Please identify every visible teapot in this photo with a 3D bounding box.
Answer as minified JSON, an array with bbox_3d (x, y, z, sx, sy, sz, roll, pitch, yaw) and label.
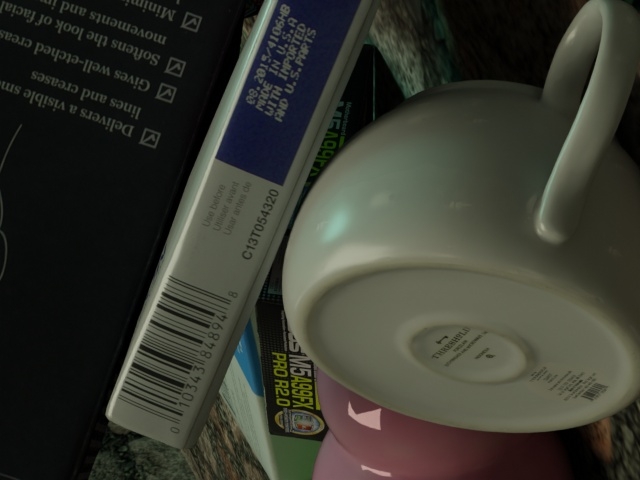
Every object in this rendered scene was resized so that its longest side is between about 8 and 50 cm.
[{"bbox_3d":[0.104,-0.013,1.090,0.252,0.256,0.187,50,-135,-46],"label":"teapot"}]

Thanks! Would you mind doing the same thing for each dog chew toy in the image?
[{"bbox_3d":[0.088,0.122,1.368,0.206,0.207,0.331,-134,34,-60],"label":"dog chew toy"}]

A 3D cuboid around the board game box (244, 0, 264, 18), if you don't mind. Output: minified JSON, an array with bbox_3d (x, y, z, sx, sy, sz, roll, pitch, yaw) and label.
[{"bbox_3d":[-0.050,-0.230,1.492,0.260,0.136,0.030,-142,32,-65],"label":"board game box"}]

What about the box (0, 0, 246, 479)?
[{"bbox_3d":[-0.249,-0.021,1.222,0.212,0.294,0.395,119,170,-82],"label":"box"}]

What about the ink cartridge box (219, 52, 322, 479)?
[{"bbox_3d":[-0.068,0.017,1.886,0.395,0.166,0.285,-127,21,-49],"label":"ink cartridge box"}]

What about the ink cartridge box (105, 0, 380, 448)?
[{"bbox_3d":[-0.037,-0.075,1.200,0.330,0.071,0.324,-81,13,-68],"label":"ink cartridge box"}]

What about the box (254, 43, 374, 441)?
[{"bbox_3d":[0.000,0.000,1.521,0.216,0.060,0.270,87,-169,-54],"label":"box"}]
